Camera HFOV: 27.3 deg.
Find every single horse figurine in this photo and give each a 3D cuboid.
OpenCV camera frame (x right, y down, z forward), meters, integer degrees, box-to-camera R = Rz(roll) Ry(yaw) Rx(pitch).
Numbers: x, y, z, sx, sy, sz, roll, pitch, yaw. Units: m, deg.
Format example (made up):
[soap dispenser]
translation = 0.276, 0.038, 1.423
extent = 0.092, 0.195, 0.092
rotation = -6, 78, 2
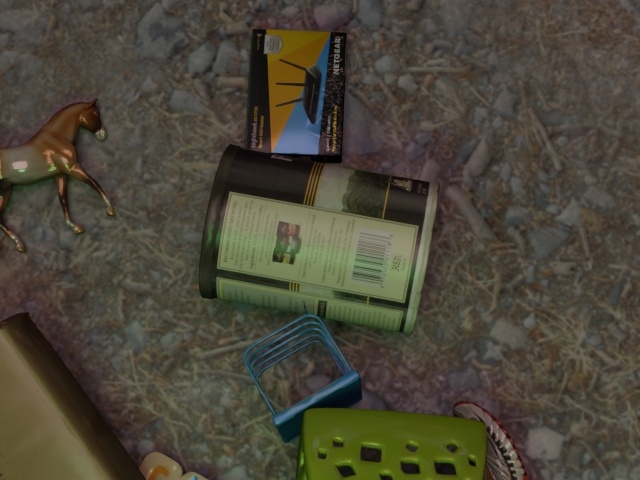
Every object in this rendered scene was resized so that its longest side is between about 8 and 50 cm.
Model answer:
[horse figurine]
translation = -0.398, -0.076, 1.783
extent = 0.263, 0.066, 0.174
rotation = -21, 83, -6

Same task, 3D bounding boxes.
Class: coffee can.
[coffee can]
translation = 0.000, 0.000, 1.689
extent = 0.275, 0.201, 0.201
rotation = 11, 77, 3

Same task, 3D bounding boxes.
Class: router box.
[router box]
translation = -0.033, -0.198, 1.814
extent = 0.133, 0.046, 0.179
rotation = 2, 77, 2

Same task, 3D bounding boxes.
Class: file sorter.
[file sorter]
translation = -0.023, 0.173, 1.667
extent = 0.118, 0.170, 0.104
rotation = -29, 74, -6

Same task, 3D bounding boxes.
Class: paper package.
[paper package]
translation = -0.395, 0.307, 1.588
extent = 0.309, 0.168, 0.325
rotation = -36, 88, 0

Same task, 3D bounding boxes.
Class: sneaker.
[sneaker]
translation = 0.218, 0.310, 1.672
extent = 0.092, 0.088, 0.225
rotation = -22, 77, -3

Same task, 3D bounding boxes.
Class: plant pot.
[plant pot]
translation = 0.078, 0.350, 1.543
extent = 0.228, 0.227, 0.207
rotation = 4, 32, 1

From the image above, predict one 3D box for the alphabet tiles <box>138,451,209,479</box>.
[alphabet tiles]
translation = -0.214, 0.422, 1.657
extent = 0.284, 0.021, 0.278
rotation = 26, 79, 20
